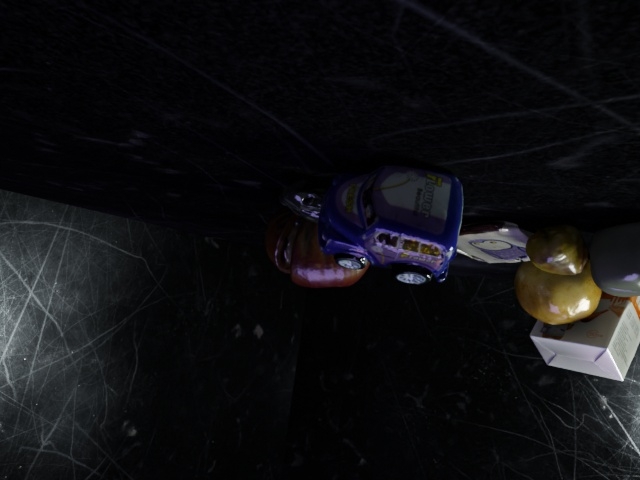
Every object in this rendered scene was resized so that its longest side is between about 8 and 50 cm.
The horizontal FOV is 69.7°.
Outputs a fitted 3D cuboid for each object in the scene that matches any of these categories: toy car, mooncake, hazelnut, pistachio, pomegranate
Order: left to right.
[{"bbox_3d":[0.000,0.000,1.065,0.252,0.217,0.217,22,179,20],"label":"hazelnut"},{"bbox_3d":[0.115,-0.041,0.741,0.235,0.172,0.158,10,158,3],"label":"toy car"},{"bbox_3d":[0.505,0.019,0.992,0.110,0.100,0.189,-4,166,43],"label":"pistachio"},{"bbox_3d":[0.662,0.128,1.281,0.233,0.233,0.233,8,174,1],"label":"pomegranate"},{"bbox_3d":[0.668,0.042,0.888,0.275,0.135,0.275,7,170,1],"label":"mooncake"}]

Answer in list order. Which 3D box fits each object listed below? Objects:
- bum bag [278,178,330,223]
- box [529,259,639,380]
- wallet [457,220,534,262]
[{"bbox_3d":[0.085,-0.054,0.912,0.341,0.095,0.144,7,165,-9],"label":"bum bag"},{"bbox_3d":[0.811,0.215,1.357,0.225,0.341,0.143,-1,132,55],"label":"box"},{"bbox_3d":[0.408,0.006,1.174,0.275,0.068,0.335,13,171,-26],"label":"wallet"}]
